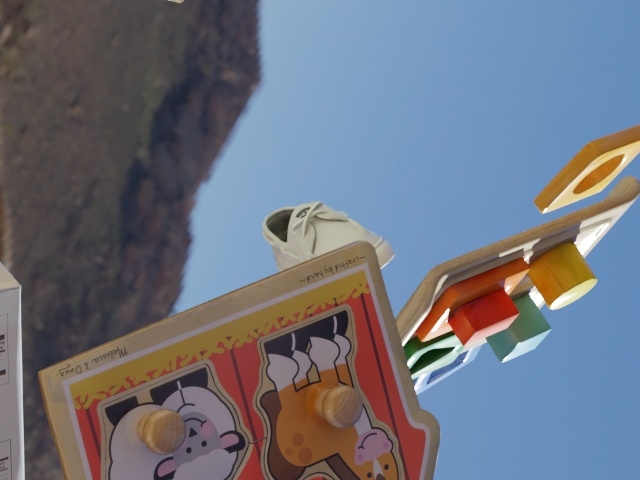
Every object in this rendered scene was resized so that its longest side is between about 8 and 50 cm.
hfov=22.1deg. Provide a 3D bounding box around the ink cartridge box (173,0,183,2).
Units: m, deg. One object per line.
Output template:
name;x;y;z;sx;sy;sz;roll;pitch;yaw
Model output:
ink cartridge box;-0.063;-0.251;1.162;0.171;0.056;0.235;20;-110;48

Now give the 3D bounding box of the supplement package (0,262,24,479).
supplement package;-0.319;0.120;1.071;0.199;0.198;0.262;39;-47;48

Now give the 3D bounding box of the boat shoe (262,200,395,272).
boat shoe;0.000;0.000;1.254;0.066;0.063;0.184;-36;-167;-8

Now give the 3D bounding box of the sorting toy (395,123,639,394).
sorting toy;0.116;0.047;1.082;0.196;0.047;0.347;-25;161;-30

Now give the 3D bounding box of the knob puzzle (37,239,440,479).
knob puzzle;-0.019;0.119;0.726;0.030;0.213;0.213;4;-116;57
